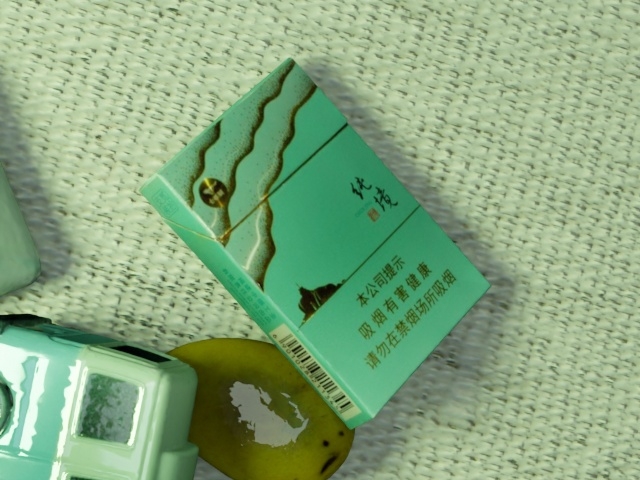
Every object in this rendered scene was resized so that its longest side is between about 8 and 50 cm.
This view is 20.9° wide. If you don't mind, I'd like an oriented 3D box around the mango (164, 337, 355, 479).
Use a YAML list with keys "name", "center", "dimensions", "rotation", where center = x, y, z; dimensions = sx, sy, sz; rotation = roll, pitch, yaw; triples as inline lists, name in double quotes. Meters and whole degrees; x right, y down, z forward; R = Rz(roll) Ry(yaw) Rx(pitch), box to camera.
- name: "mango"
  center: [-0.054, 0.123, 1.253]
  dimensions: [0.161, 0.076, 0.103]
  rotation: [17, 85, 0]

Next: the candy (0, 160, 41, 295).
- name: "candy"
  center: [-0.287, -0.029, 1.218]
  dimensions: [0.138, 0.071, 0.174]
  rotation: [-22, 92, -11]

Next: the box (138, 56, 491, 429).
- name: "box"
  center: [0.000, -0.001, 1.251]
  dimensions: [0.229, 0.041, 0.162]
  rotation: [49, 54, -4]

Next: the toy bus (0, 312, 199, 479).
- name: "toy bus"
  center: [-0.179, 0.196, 1.175]
  dimensions: [0.165, 0.133, 0.271]
  rotation: [12, 90, 7]
